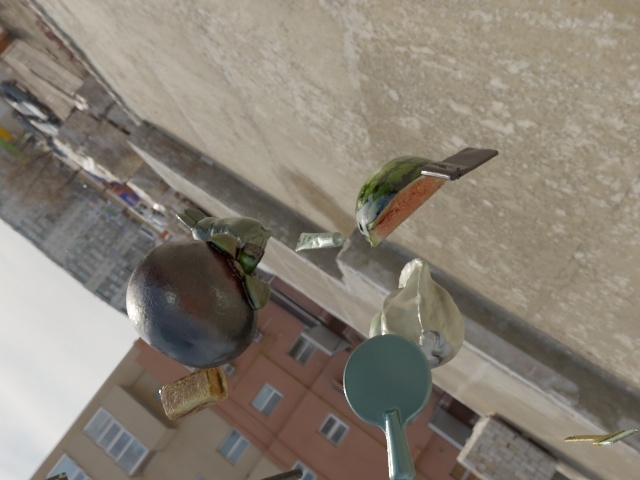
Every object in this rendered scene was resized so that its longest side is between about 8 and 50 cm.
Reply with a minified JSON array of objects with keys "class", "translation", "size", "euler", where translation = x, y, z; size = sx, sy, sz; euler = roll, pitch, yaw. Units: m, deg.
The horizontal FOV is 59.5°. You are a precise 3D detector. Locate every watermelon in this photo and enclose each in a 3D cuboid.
[{"class":"watermelon","translation":[0.210,-0.132,1.475],"size":[0.159,0.303,0.128],"euler":[48,178,-7]}]

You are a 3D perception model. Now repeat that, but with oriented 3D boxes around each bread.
[{"class":"bread","translation":[-0.235,0.282,1.039],"size":[0.053,0.132,0.074],"euler":[23,-139,-63]}]

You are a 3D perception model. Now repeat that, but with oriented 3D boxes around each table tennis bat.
[{"class":"table tennis bat","translation":[0.118,0.273,0.933],"size":[0.040,0.153,0.244],"euler":[55,-156,-57]}]

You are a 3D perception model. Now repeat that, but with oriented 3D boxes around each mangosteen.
[{"class":"mangosteen","translation":[-0.192,0.085,0.881],"size":[0.216,0.216,0.216],"euler":[35,170,7]}]

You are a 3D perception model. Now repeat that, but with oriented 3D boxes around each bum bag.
[{"class":"bum bag","translation":[0.320,-0.181,1.283],"size":[0.109,0.159,0.026],"euler":[21,135,55]}]

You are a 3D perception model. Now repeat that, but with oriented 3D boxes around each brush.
[{"class":"brush","translation":[0.629,0.455,1.286],"size":[0.218,0.083,0.010],"euler":[118,135,-66]}]

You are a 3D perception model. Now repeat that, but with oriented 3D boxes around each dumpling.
[{"class":"dumpling","translation":[0.188,0.155,1.143],"size":[0.175,0.226,0.243],"euler":[8,147,-30]}]

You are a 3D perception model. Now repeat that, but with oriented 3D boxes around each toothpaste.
[{"class":"toothpaste","translation":[0.000,0.000,1.641],"size":[0.041,0.064,0.218],"euler":[29,160,-33]}]

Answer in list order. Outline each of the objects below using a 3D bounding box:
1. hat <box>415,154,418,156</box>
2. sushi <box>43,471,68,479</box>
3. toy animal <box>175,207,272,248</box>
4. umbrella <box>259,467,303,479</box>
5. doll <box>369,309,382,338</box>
[{"class":"hat","translation":[0.260,-0.208,1.587],"size":[0.042,0.058,0.087],"euler":[61,-171,-20]},{"class":"sushi","translation":[-0.784,0.761,1.560],"size":[0.210,0.193,0.040],"euler":[29,130,54]},{"class":"toy animal","translation":[-0.228,-0.011,1.294],"size":[0.236,0.138,0.108],"euler":[16,124,40]},{"class":"umbrella","translation":[-0.113,0.668,1.564],"size":[0.031,0.133,0.036],"euler":[-118,31,-43]},{"class":"doll","translation":[0.196,0.308,1.750],"size":[0.113,0.275,0.155],"euler":[8,133,-1]}]
